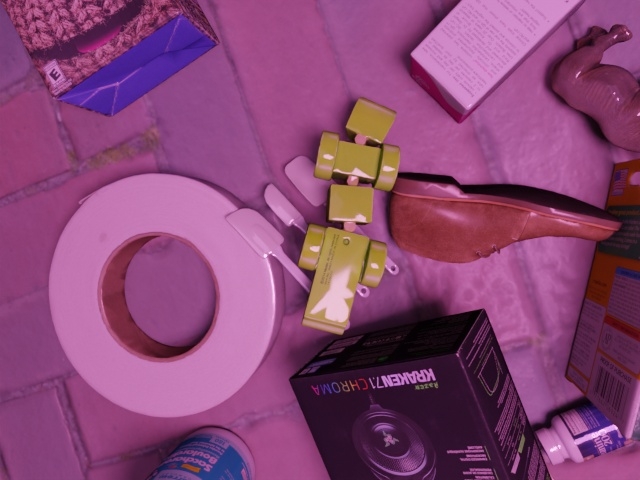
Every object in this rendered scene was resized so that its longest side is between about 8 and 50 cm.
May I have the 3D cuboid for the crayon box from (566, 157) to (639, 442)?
[{"bbox_3d":[0.414,0.060,0.603,0.083,0.203,0.323,11,95,9],"label":"crayon box"}]

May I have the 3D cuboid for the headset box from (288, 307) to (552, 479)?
[{"bbox_3d":[0.132,0.261,0.626,0.246,0.131,0.283,-19,95,35],"label":"headset box"}]

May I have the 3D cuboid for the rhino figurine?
[{"bbox_3d":[0.413,-0.178,0.638,0.106,0.073,0.243,-42,72,10],"label":"rhino figurine"}]

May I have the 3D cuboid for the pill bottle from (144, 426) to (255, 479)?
[{"bbox_3d":[-0.198,0.392,0.699,0.146,0.264,0.146,1,93,9],"label":"pill bottle"}]

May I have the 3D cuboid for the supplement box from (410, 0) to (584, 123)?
[{"bbox_3d":[0.238,-0.282,0.661,0.114,0.111,0.220,45,99,5],"label":"supplement box"}]

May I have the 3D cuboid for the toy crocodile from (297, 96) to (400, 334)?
[{"bbox_3d":[0.038,-0.040,0.686,0.115,0.105,0.341,10,86,-2],"label":"toy crocodile"}]

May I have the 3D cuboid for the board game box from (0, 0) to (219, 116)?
[{"bbox_3d":[-0.340,-0.383,0.740,0.232,0.141,0.291,-30,88,10],"label":"board game box"}]

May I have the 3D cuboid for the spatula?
[{"bbox_3d":[0.000,0.000,0.732,0.242,0.019,0.168,46,67,4],"label":"spatula"}]

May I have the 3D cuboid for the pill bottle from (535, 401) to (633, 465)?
[{"bbox_3d":[0.376,0.274,0.692,0.120,0.067,0.067,-28,88,11],"label":"pill bottle"}]

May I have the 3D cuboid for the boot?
[{"bbox_3d":[0.247,-0.022,0.688,0.305,0.112,0.115,9,106,17],"label":"boot"}]

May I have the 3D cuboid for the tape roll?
[{"bbox_3d":[-0.251,0.085,0.788,0.391,0.072,0.392,1,93,10],"label":"tape roll"}]

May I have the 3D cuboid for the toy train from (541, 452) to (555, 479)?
[{"bbox_3d":[0.218,0.274,0.709,0.143,0.105,0.248,-30,88,21],"label":"toy train"}]
